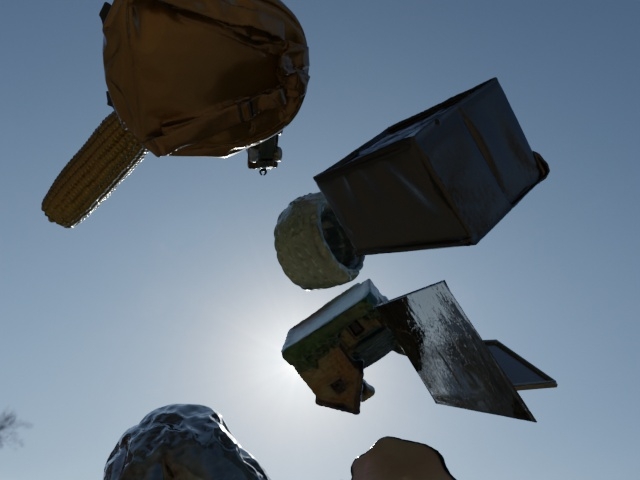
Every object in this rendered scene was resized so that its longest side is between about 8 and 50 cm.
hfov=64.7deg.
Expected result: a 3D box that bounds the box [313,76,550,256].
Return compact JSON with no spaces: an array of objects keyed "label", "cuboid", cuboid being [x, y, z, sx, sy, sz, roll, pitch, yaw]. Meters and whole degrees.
[{"label":"box","cuboid":[0.195,-0.123,0.972,0.345,0.251,0.204,-11,-68,59]}]

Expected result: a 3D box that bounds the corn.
[{"label":"corn","cuboid":[-0.551,-0.176,1.244,0.344,0.131,0.131,-44,-60,8]}]

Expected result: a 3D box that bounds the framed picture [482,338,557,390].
[{"label":"framed picture","cuboid":[0.390,0.298,1.217,0.290,0.211,0.020,5,-74,-27]}]

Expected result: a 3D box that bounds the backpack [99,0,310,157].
[{"label":"backpack","cuboid":[-0.210,-0.316,0.955,0.378,0.201,0.353,-2,-62,-28]}]

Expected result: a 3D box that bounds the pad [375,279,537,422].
[{"label":"pad","cuboid":[0.216,0.204,0.915,0.247,0.007,0.367,58,-15,6]}]

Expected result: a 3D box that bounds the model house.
[{"label":"model house","cuboid":[0.097,0.307,1.403,0.312,0.245,0.280,-35,-85,6]}]

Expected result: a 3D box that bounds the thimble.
[{"label":"thimble","cuboid":[0.000,0.000,1.292,0.172,0.205,0.250,-16,-90,36]}]

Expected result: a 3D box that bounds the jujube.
[{"label":"jujube","cuboid":[-0.185,0.355,0.682,0.246,0.215,0.308,51,-19,-2]}]

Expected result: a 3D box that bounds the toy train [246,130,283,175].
[{"label":"toy train","cuboid":[-0.159,-0.287,1.383,0.089,0.127,0.219,-7,-54,-21]}]

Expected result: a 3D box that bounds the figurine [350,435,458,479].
[{"label":"figurine","cuboid":[0.160,0.549,0.919,0.324,0.231,0.340,23,-50,41]}]
